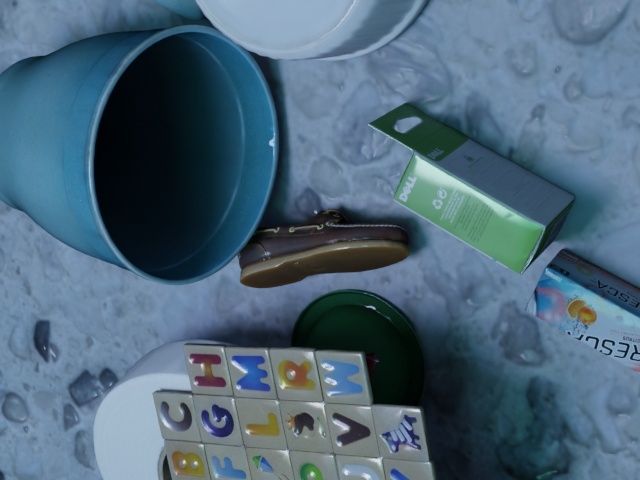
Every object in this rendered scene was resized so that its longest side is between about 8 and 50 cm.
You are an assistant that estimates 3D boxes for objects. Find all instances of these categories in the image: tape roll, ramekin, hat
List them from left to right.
[{"bbox_3d":[-0.088,0.287,1.708,0.392,0.072,0.392,19,133,21],"label":"tape roll"},{"bbox_3d":[-0.021,-0.305,1.478,0.273,0.127,0.273,10,113,24],"label":"ramekin"},{"bbox_3d":[0.006,0.158,1.603,0.173,0.183,0.208,19,116,20],"label":"hat"}]

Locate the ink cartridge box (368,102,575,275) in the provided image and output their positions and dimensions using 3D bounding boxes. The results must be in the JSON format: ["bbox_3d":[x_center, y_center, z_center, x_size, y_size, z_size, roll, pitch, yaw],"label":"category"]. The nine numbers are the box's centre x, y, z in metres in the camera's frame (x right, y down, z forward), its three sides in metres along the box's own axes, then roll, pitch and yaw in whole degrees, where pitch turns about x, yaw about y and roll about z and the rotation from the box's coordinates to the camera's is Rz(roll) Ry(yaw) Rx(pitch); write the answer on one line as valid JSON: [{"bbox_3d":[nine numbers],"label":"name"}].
[{"bbox_3d":[0.145,-0.056,1.497,0.209,0.109,0.062,31,119,14],"label":"ink cartridge box"}]

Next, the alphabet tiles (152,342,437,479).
[{"bbox_3d":[-0.027,0.245,1.536,0.343,0.011,0.285,-1,108,34],"label":"alphabet tiles"}]

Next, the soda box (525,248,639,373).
[{"bbox_3d":[0.307,0.082,1.492,0.183,0.063,0.058,29,119,15],"label":"soda box"}]

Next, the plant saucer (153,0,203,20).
[{"bbox_3d":[-0.195,-0.308,1.560,0.195,0.195,0.037,33,83,13],"label":"plant saucer"}]

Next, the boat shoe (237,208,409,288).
[{"bbox_3d":[0.000,0.000,1.616,0.207,0.073,0.073,-8,64,23],"label":"boat shoe"}]

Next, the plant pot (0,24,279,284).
[{"bbox_3d":[-0.228,-0.105,1.597,0.255,0.272,0.271,11,114,40],"label":"plant pot"}]
